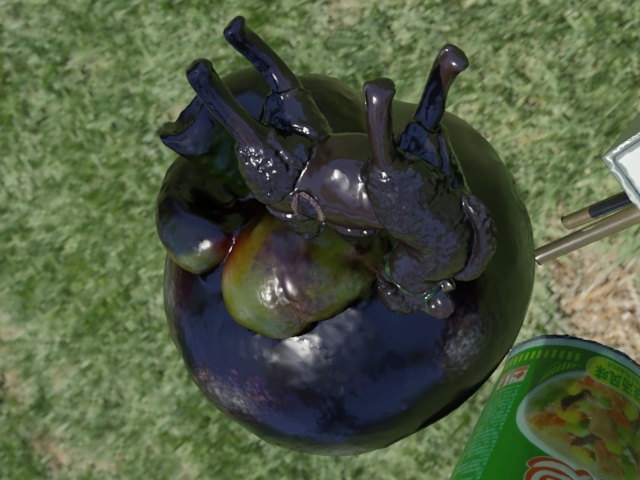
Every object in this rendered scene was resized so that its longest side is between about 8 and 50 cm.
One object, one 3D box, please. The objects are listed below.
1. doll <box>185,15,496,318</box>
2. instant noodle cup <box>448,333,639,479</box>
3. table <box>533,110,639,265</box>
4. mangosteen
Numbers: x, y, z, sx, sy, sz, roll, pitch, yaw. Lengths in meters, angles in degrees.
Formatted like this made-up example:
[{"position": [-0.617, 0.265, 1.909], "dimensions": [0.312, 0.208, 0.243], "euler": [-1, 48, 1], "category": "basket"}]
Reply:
[{"position": [0.020, -0.028, 0.592], "dimensions": [0.139, 0.057, 0.165], "euler": [9, 134, 26], "category": "doll"}, {"position": [0.203, 0.215, 1.027], "dimensions": [0.207, 0.233, 0.207], "euler": [17, 143, 13], "category": "instant noodle cup"}, {"position": [0.222, 0.045, 0.644], "dimensions": [0.111, 0.121, 0.240], "euler": [-36, 89, 30], "category": "table"}, {"position": [-0.001, 0.003, 0.810], "dimensions": [0.287, 0.287, 0.233], "euler": [50, 135, 1], "category": "mangosteen"}]
